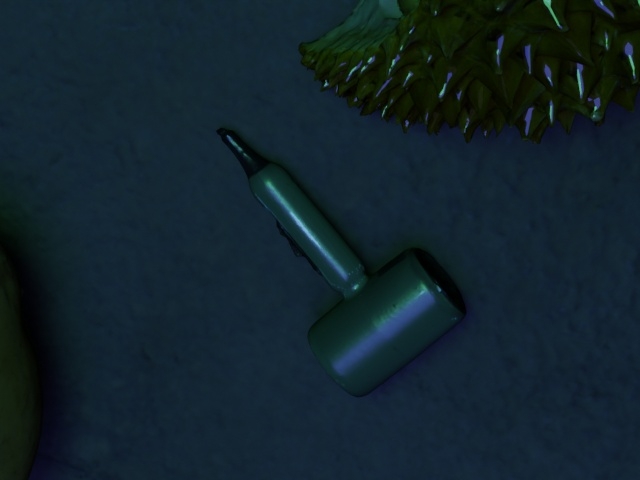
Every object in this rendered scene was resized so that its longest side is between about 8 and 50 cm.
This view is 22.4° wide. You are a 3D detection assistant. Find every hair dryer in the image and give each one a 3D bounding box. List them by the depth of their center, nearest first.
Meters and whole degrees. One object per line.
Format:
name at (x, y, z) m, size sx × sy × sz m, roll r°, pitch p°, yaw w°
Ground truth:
hair dryer at (0.000, 0.000, 0.800) m, size 0.071 × 0.047 × 0.150 m, roll -40°, pitch 89°, yaw 13°

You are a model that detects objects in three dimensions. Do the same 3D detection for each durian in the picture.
durian at (0.111, -0.165, 0.695) m, size 0.172 × 0.166 × 0.306 m, roll 1°, pitch 120°, yaw -31°

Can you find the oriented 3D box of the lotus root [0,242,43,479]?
lotus root at (-0.202, 0.082, 0.796) m, size 0.125 × 0.118 × 0.221 m, roll 15°, pitch 114°, yaw 34°
